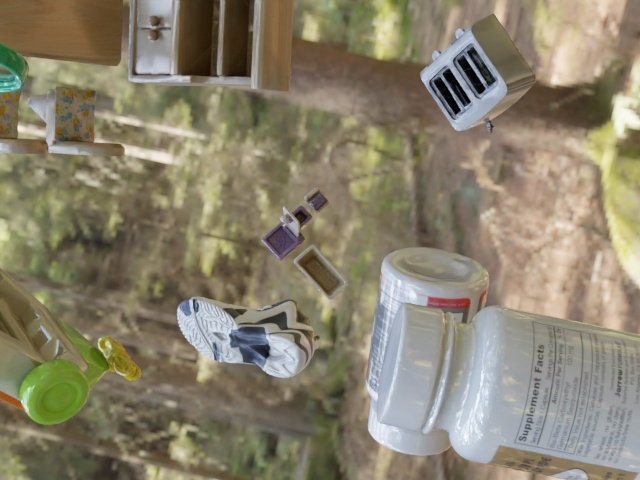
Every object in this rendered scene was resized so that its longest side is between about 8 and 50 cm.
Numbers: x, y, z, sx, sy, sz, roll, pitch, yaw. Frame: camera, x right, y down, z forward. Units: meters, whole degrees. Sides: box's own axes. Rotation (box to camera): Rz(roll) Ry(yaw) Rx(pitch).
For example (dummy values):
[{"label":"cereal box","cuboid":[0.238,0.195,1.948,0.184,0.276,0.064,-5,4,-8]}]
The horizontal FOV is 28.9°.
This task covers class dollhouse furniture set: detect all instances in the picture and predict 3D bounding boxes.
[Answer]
[{"label":"dollhouse furniture set","cuboid":[-0.255,-0.289,1.619,0.394,0.256,0.362,-2,-84,-52]},{"label":"dollhouse furniture set","cuboid":[0.000,0.000,1.439,0.091,0.114,0.081,-41,-12,-11]}]

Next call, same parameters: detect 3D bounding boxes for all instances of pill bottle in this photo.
[{"label":"pill bottle","cuboid":[0.168,0.124,1.025,0.131,0.229,0.131,-168,90,-87]},{"label":"pill bottle","cuboid":[0.154,0.168,1.878,0.161,0.161,0.283,-71,-10,-69]}]

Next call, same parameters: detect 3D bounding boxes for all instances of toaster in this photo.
[{"label":"toaster","cuboid":[0.304,-0.312,2.389,0.110,0.186,0.168,-26,-10,-43]}]

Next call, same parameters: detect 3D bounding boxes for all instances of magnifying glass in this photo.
[{"label":"magnifying glass","cuboid":[-0.361,-0.165,1.265,0.231,0.092,0.026,-18,56,60]}]

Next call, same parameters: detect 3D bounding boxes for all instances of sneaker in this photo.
[{"label":"sneaker","cuboid":[-0.105,0.142,2.031,0.153,0.235,0.094,-23,-57,-65]}]

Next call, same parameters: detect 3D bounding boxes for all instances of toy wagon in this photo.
[{"label":"toy wagon","cuboid":[-0.295,0.063,1.092,0.068,0.267,0.344,-49,-45,1]}]
